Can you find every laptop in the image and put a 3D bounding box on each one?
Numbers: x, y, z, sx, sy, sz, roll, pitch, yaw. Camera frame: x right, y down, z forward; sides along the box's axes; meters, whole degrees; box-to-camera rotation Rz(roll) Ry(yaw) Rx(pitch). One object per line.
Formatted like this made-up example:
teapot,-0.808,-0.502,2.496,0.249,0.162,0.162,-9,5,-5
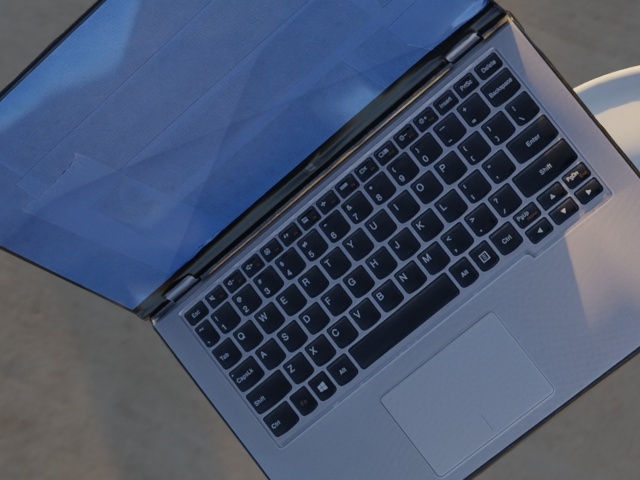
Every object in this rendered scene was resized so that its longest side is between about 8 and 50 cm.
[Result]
laptop,0.000,0.000,1.235,0.382,0.236,0.408,-40,83,18

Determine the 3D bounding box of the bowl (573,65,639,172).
bowl,0.360,-0.055,1.660,0.297,0.298,0.134,-10,69,23
